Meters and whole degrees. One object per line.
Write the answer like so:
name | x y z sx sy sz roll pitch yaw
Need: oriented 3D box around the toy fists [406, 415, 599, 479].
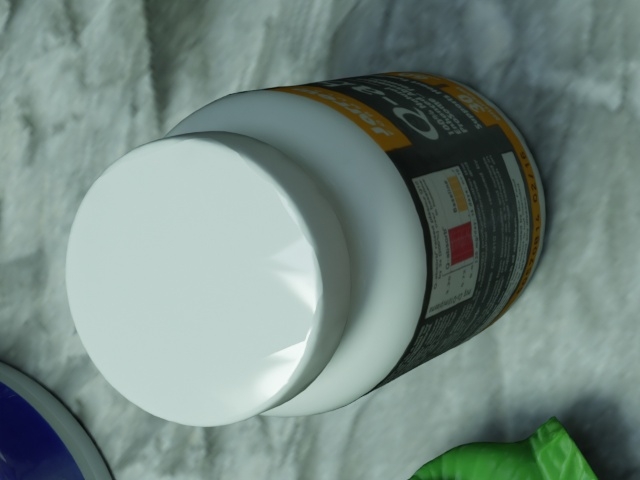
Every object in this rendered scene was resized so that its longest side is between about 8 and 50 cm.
toy fists | 0.132 0.237 0.976 0.142 0.096 0.279 -32 84 0

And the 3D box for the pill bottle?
pill bottle | 0.000 0.000 0.931 0.162 0.278 0.162 4 99 24

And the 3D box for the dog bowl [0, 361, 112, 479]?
dog bowl | -0.261 0.208 1.183 0.265 0.104 0.265 4 99 25
